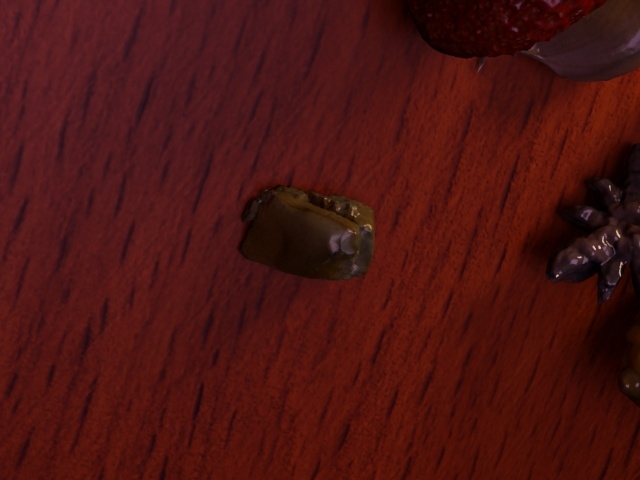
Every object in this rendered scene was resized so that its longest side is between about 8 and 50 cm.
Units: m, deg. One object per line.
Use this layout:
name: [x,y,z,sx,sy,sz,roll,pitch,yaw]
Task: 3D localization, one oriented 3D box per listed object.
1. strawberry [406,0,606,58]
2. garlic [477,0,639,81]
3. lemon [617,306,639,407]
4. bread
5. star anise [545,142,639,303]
strawberry: [0.208,-0.326,1.450,0.288,0.250,0.238,-42,84,27]
garlic: [0.326,-0.251,1.592,0.266,0.148,0.128,-47,152,-6]
lemon: [0.544,0.137,1.694,0.316,0.285,0.285,-49,118,-23]
bread: [-0.005,0.001,1.536,0.156,0.110,0.103,-1,112,-19]
star anise: [0.383,-0.004,1.650,0.236,0.229,0.093,-20,153,1]
